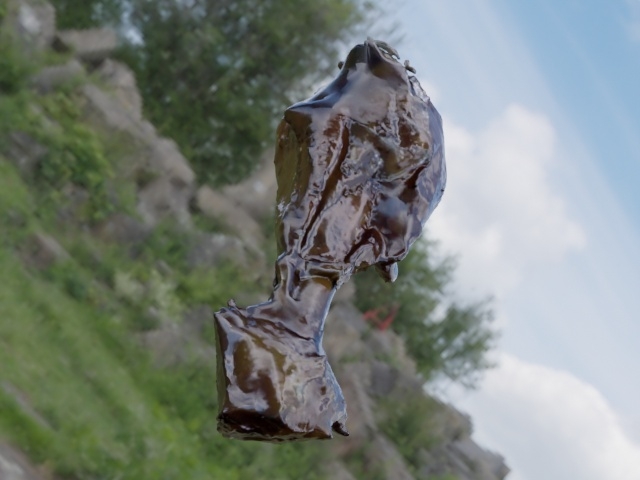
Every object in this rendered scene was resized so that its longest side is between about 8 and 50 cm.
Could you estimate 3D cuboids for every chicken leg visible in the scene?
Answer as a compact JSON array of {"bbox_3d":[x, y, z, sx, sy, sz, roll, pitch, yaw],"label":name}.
[{"bbox_3d":[0.000,0.000,0.712,0.093,0.304,0.113,-32,-71,36],"label":"chicken leg"}]
